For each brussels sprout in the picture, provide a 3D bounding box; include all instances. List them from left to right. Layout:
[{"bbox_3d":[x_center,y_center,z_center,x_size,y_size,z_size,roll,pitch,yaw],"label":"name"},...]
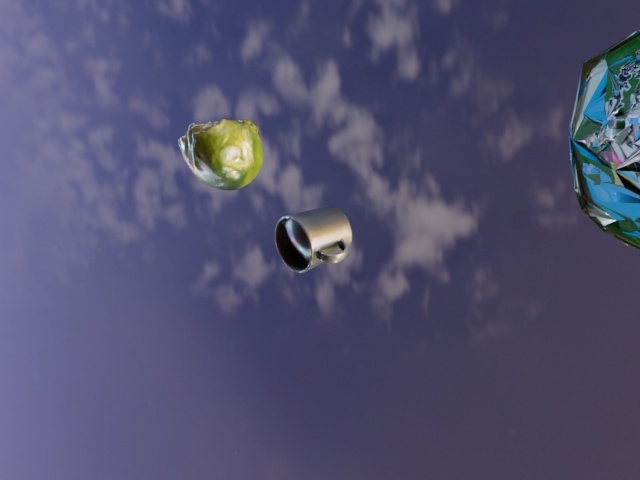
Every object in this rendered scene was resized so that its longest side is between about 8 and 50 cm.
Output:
[{"bbox_3d":[-0.176,-0.149,1.005,0.149,0.151,0.122,-22,-102,56],"label":"brussels sprout"}]

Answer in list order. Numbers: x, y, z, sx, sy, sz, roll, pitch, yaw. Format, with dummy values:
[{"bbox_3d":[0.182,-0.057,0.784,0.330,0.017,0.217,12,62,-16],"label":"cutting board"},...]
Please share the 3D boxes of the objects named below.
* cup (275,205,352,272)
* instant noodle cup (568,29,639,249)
[{"bbox_3d":[0.000,0.000,0.735,0.100,0.077,0.078,33,-50,39],"label":"cup"},{"bbox_3d":[0.350,-0.086,0.445,0.240,0.178,0.240,0,-83,0],"label":"instant noodle cup"}]
